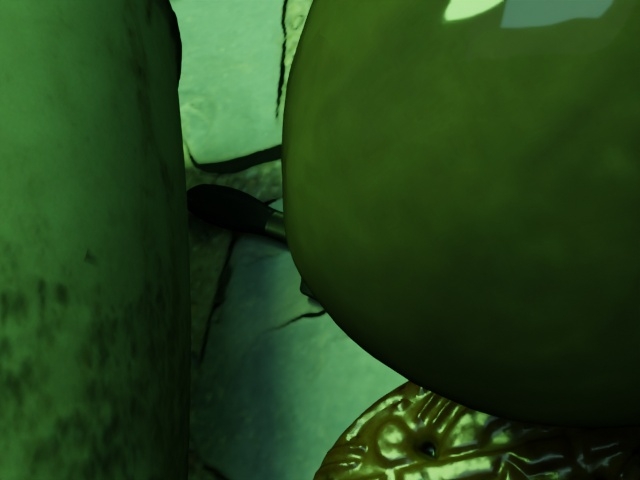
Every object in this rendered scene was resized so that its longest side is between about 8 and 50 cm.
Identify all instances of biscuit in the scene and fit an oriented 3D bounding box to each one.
[{"bbox_3d":[0.071,0.136,0.510,0.188,0.027,0.187,-11,59,18],"label":"biscuit"}]

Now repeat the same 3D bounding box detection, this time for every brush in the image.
[{"bbox_3d":[0.000,0.000,0.628,0.193,0.016,0.063,21,72,32],"label":"brush"}]

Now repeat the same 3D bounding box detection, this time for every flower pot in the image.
[{"bbox_3d":[-0.185,0.051,0.529,0.294,0.293,0.330,-19,64,13],"label":"flower pot"}]

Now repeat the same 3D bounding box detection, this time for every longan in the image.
[{"bbox_3d":[0.124,-0.059,0.451,0.243,0.300,0.300,42,83,9],"label":"longan"}]
